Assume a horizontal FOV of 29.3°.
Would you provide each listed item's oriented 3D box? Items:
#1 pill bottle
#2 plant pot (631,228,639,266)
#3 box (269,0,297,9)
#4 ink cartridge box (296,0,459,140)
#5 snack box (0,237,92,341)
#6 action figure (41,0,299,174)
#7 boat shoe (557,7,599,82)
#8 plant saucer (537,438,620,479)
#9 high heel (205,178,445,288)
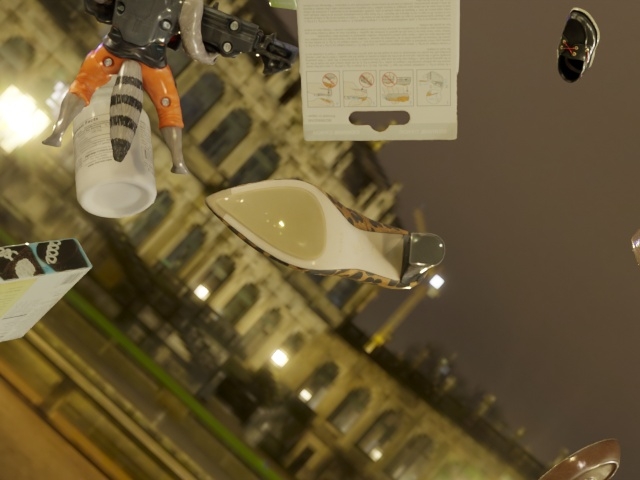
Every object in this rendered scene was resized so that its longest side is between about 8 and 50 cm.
[{"bbox_3d":[-0.349,-0.165,2.052,0.131,0.131,0.229,55,22,-59],"label":"pill bottle"},{"bbox_3d":[0.439,0.006,1.188,0.263,0.229,0.263,50,19,-24],"label":"plant pot"},{"bbox_3d":[-0.062,-0.576,2.075,0.058,0.232,0.322,8,-21,13],"label":"box"},{"bbox_3d":[0.067,-0.236,1.420,0.066,0.189,0.232,-75,164,-64],"label":"ink cartridge box"},{"bbox_3d":[-0.482,0.084,1.665,0.060,0.187,0.322,56,28,14],"label":"snack box"},{"bbox_3d":[-0.197,-0.259,1.664,0.341,0.330,0.178,13,3,-1],"label":"action figure"},{"bbox_3d":[0.354,-0.268,1.693,0.049,0.042,0.133,33,-20,23],"label":"boat shoe"},{"bbox_3d":[0.373,0.351,1.786,0.029,0.168,0.168,56,1,31],"label":"plant saucer"},{"bbox_3d":[0.000,0.000,1.355,0.261,0.093,0.186,14,-8,-2],"label":"high heel"}]
